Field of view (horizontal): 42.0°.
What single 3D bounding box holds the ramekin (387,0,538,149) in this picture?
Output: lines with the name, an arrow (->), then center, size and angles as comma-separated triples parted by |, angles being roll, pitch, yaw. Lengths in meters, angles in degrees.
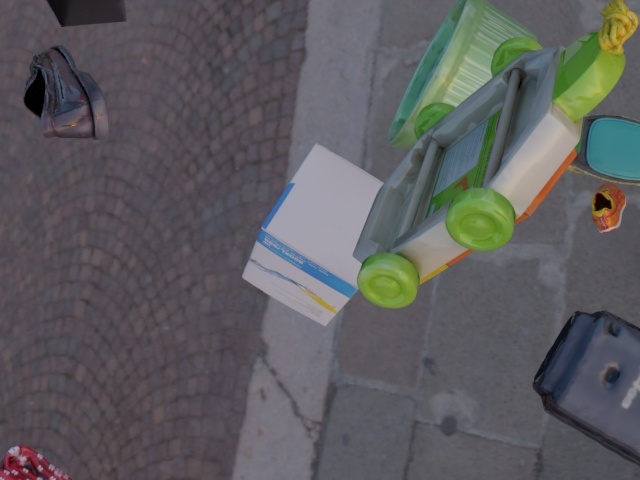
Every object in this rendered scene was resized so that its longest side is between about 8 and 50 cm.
ramekin -> 0.252, -0.273, 1.473 | 0.303, 0.148, 0.303 | -63, 5, 10

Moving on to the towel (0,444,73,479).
towel -> -0.088, 0.219, 0.537 | 0.031, 0.275, 0.199 | -60, 5, -27

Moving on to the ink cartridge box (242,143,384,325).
ink cartridge box -> 0.000, 0.000, 1.303 | 0.171, 0.168, 0.232 | -59, 0, -24

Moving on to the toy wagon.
toy wagon -> 0.158, -0.084, 0.774 | 0.344, 0.068, 0.267 | -37, 21, 43

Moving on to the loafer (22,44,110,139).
loafer -> -0.399, -0.219, 1.234 | 0.302, 0.095, 0.109 | 37, 137, 51

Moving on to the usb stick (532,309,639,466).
usb stick -> 0.266, 0.136, 0.504 | 0.278, 0.045, 0.077 | 30, 94, 8

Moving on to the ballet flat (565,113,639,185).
ballet flat -> 0.469, -0.170, 1.511 | 0.349, 0.123, 0.123 | 9, 84, 9

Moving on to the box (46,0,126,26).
box -> -0.323, -0.433, 1.095 | 0.184, 0.103, 0.261 | -160, 63, -82

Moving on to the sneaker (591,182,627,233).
sneaker -> 0.587, -0.082, 1.707 | 0.064, 0.175, 0.067 | -20, 110, 26
